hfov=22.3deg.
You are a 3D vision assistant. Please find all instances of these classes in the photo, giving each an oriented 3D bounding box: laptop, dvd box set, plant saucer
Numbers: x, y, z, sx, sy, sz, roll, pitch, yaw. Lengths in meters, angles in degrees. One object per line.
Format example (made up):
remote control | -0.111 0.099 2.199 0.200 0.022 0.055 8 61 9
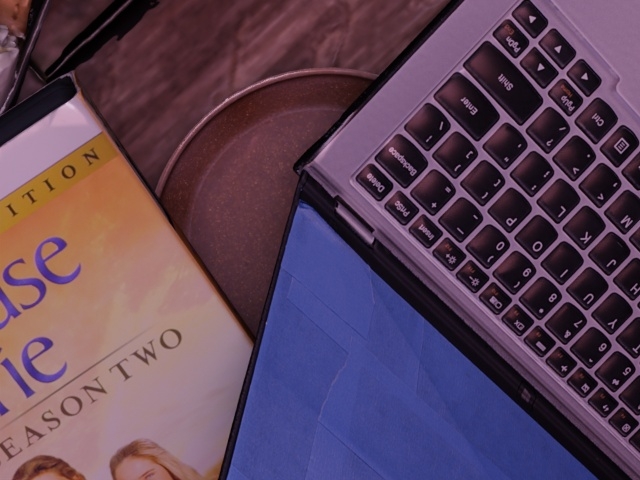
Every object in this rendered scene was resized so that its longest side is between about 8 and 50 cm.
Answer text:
laptop | 0.181 0.073 0.826 0.408 0.236 0.382 -46 115 2
dvd box set | -0.136 0.167 0.850 0.307 0.062 0.420 -33 112 -2
plant saucer | 0.000 0.000 0.911 0.198 0.036 0.199 -2 103 -9

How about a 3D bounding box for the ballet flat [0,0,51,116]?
ballet flat | -0.178 -0.135 0.820 0.095 0.096 0.280 21 98 -15
